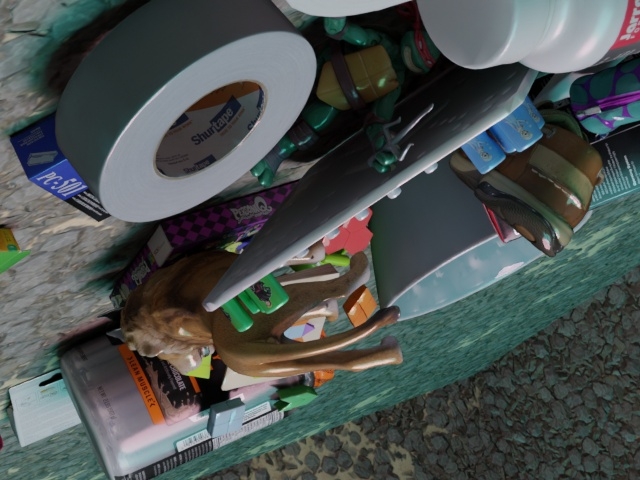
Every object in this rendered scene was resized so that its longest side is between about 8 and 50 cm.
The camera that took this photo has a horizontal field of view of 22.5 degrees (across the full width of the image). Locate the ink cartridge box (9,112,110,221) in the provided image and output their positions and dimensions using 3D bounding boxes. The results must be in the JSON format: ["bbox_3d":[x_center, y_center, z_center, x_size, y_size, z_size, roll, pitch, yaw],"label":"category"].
[{"bbox_3d":[-0.204,-0.075,1.495,0.097,0.046,0.207,-28,166,4],"label":"ink cartridge box"}]

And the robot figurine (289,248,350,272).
[{"bbox_3d":[0.000,0.000,2.093,0.115,0.101,0.067,-40,127,-4],"label":"robot figurine"}]

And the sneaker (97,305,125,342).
[{"bbox_3d":[-0.204,0.104,1.987,0.089,0.051,0.170,-26,162,4],"label":"sneaker"}]

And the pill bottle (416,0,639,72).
[{"bbox_3d":[0.243,-0.245,1.407,0.318,0.176,0.176,-18,165,-32],"label":"pill bottle"}]

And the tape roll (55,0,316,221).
[{"bbox_3d":[-0.111,-0.116,1.346,0.219,0.072,0.219,-34,159,-15],"label":"tape roll"}]

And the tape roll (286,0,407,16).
[{"bbox_3d":[0.078,-0.277,1.146,0.286,0.100,0.286,-24,167,-6],"label":"tape roll"}]

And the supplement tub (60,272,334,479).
[{"bbox_3d":[-0.166,0.183,2.199,0.338,0.207,0.207,-24,167,-14],"label":"supplement tub"}]

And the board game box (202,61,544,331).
[{"bbox_3d":[0.092,-0.089,1.645,0.390,0.050,0.390,-34,-169,28],"label":"board game box"}]

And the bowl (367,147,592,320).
[{"bbox_3d":[0.185,-0.036,2.123,0.311,0.163,0.311,-25,167,-6],"label":"bowl"}]

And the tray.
[{"bbox_3d":[0.322,-0.233,1.681,0.145,0.030,0.270,-42,-174,46],"label":"tray"}]

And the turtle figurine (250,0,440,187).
[{"bbox_3d":[0.027,-0.144,1.471,0.234,0.175,0.118,-22,-174,17],"label":"turtle figurine"}]

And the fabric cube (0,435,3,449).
[{"bbox_3d":[-0.429,0.141,1.341,0.259,0.254,0.258,-13,158,-22],"label":"fabric cube"}]

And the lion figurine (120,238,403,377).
[{"bbox_3d":[-0.076,0.081,1.752,0.240,0.142,0.392,-12,-175,-16],"label":"lion figurine"}]

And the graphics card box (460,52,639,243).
[{"bbox_3d":[0.349,-0.142,1.870,0.371,0.094,0.233,-23,-156,7],"label":"graphics card box"}]

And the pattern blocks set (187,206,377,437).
[{"bbox_3d":[-0.049,0.109,2.029,0.285,0.026,0.325,-21,138,-23],"label":"pattern blocks set"}]

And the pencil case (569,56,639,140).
[{"bbox_3d":[0.304,-0.142,1.528,0.070,0.064,0.151,-32,-172,-30],"label":"pencil case"}]

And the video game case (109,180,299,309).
[{"bbox_3d":[-0.124,0.009,1.974,0.232,0.042,0.210,-18,163,-32],"label":"video game case"}]

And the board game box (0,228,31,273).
[{"bbox_3d":[-0.401,0.030,1.543,0.124,0.039,0.259,-32,163,25],"label":"board game box"}]

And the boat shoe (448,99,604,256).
[{"bbox_3d":[0.217,-0.072,1.605,0.120,0.122,0.324,-52,-169,7],"label":"boat shoe"}]

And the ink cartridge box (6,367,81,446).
[{"bbox_3d":[-0.383,0.218,2.330,0.145,0.045,0.179,-22,148,-17],"label":"ink cartridge box"}]
